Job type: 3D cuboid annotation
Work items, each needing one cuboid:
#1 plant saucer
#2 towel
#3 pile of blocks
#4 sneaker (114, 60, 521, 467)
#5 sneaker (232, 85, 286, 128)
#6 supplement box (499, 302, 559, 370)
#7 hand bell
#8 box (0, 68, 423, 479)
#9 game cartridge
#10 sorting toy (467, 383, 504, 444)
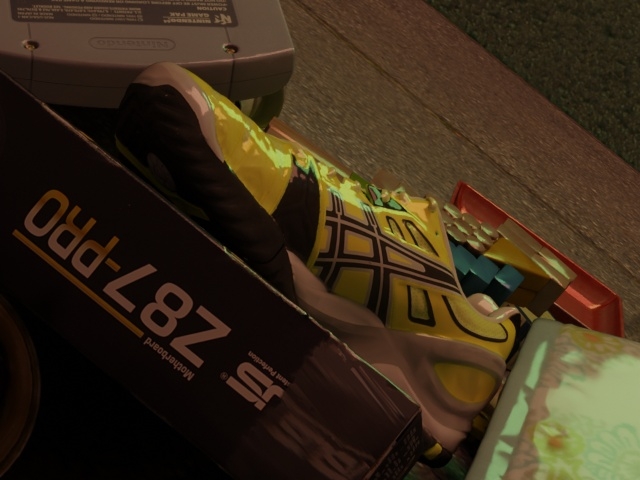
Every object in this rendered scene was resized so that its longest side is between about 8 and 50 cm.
[{"bbox_3d":[0.249,0.042,2.018,0.259,0.047,0.258,36,16,0],"label":"plant saucer"},{"bbox_3d":[0.265,0.204,1.232,0.321,0.090,0.374,19,31,10],"label":"towel"},{"bbox_3d":[0.060,0.025,1.454,0.362,0.112,0.149,21,32,-27],"label":"pile of blocks"},{"bbox_3d":[0.000,0.000,1.227,0.384,0.147,0.145,49,-18,-30],"label":"sneaker"},{"bbox_3d":[-0.184,-0.205,1.639,0.146,0.122,0.330,-12,33,-35],"label":"sneaker"},{"bbox_3d":[0.210,0.097,1.758,0.083,0.056,0.083,24,20,-40],"label":"supplement box"},{"bbox_3d":[-0.193,0.068,0.953,0.126,0.126,0.242,37,4,2],"label":"hand bell"},{"bbox_3d":[-0.084,0.046,0.990,0.318,0.097,0.395,37,-5,8],"label":"box"},{"bbox_3d":[-0.180,-0.196,1.506,0.297,0.062,0.198,0,46,-15],"label":"game cartridge"},{"bbox_3d":[0.176,0.181,1.460,0.274,0.046,0.132,25,19,-43],"label":"sorting toy"}]
